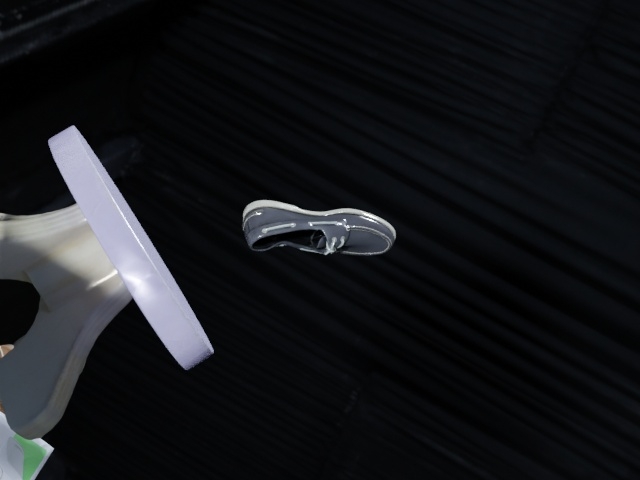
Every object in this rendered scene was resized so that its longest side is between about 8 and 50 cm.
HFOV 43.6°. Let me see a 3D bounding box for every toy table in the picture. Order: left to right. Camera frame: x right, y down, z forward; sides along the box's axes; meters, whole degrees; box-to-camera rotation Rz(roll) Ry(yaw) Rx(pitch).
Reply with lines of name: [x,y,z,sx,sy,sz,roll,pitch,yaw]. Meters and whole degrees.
toy table: [-0.226,0.032,0.698,0.161,0.274,0.252,-32,-47,-8]

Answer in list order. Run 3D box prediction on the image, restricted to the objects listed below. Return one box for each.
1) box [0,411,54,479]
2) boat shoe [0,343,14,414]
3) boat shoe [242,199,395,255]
box: [-0.477,0.305,0.916,0.127,0.231,0.262,50,-125,-36]
boat shoe: [-0.493,0.304,1.183,0.123,0.116,0.324,-37,51,40]
boat shoe: [0.000,0.000,1.038,0.065,0.206,0.075,-94,18,-45]
